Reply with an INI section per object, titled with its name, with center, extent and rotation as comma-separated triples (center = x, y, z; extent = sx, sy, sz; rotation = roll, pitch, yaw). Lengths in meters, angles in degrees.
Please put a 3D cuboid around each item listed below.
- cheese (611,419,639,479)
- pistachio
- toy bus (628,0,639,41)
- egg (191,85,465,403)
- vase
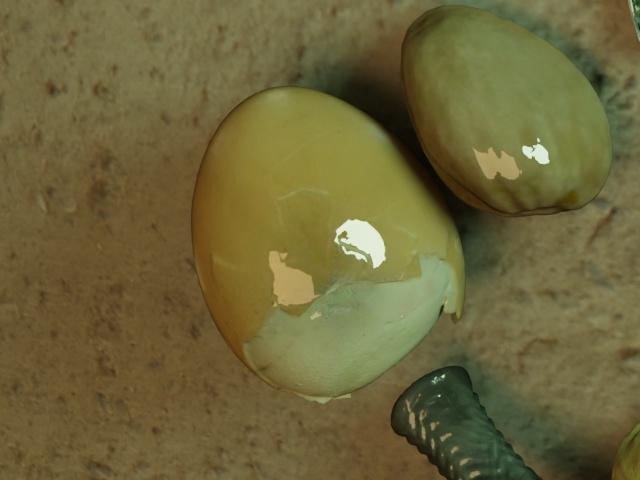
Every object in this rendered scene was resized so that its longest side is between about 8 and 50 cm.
[cheese]
center = 0.330, 0.198, 1.172
extent = 0.226, 0.117, 0.214
rotation = -23, 105, 48
[pistachio]
center = 0.125, -0.090, 1.153
extent = 0.185, 0.108, 0.126
rotation = 45, 111, 16
[toy bus]
center = 0.223, -0.171, 1.079
extent = 0.037, 0.031, 0.083
rotation = 3, 118, 44
[egg]
center = 0.000, 0.000, 1.236
extent = 0.201, 0.201, 0.244
rotation = -24, 90, 43
[vase]
center = 0.147, 0.206, 1.269
extent = 0.237, 0.115, 0.115
rotation = 53, 139, 32
